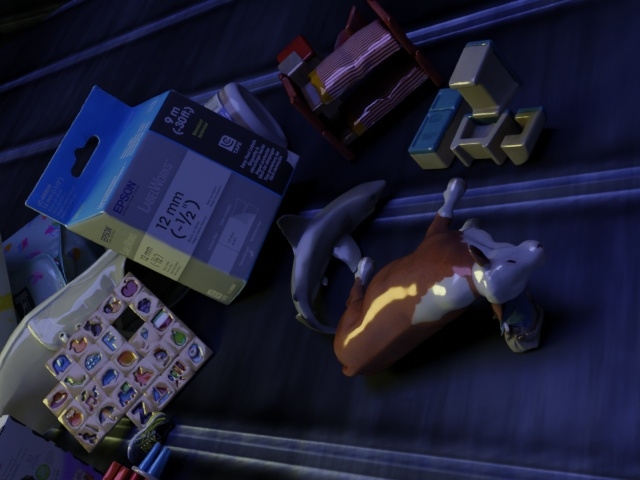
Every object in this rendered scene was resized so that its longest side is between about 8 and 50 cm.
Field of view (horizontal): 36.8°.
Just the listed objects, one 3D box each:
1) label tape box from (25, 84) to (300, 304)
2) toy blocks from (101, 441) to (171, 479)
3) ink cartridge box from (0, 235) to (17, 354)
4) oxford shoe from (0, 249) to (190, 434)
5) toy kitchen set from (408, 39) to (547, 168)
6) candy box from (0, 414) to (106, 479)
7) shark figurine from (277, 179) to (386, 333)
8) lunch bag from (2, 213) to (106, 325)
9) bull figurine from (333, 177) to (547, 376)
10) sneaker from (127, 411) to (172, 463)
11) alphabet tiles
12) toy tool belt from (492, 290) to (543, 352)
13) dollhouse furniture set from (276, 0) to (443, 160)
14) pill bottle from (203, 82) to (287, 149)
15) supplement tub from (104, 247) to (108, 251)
[{"bbox_3d":[-0.237,-0.092,1.489,0.115,0.348,0.249,-46,19,58],"label":"label tape box"},{"bbox_3d":[-0.271,0.342,1.327,0.123,0.054,0.148,6,59,51],"label":"toy blocks"},{"bbox_3d":[-0.673,0.156,1.704,0.279,0.160,0.384,-12,88,44],"label":"ink cartridge box"},{"bbox_3d":[-0.366,0.145,1.562,0.449,0.169,0.130,-48,33,-11],"label":"oxford shoe"},{"bbox_3d":[0.190,-0.195,1.279,0.207,0.166,0.122,2,56,50],"label":"toy kitchen set"},{"bbox_3d":[-0.414,0.361,1.338,0.070,0.196,0.164,-11,46,43],"label":"candy box"},{"bbox_3d":[-0.019,0.022,1.337,0.166,0.116,0.278,-18,40,39],"label":"shark figurine"},{"bbox_3d":[-0.511,0.084,1.799,0.223,0.160,0.262,-32,42,23],"label":"lunch bag"},{"bbox_3d":[0.126,0.046,1.108,0.310,0.101,0.188,-38,21,38],"label":"bull figurine"},{"bbox_3d":[-0.245,0.285,1.382,0.035,0.031,0.083,9,62,53],"label":"sneaker"},{"bbox_3d":[-0.307,0.196,1.467,0.198,0.009,0.237,41,87,22],"label":"alphabet tiles"},{"bbox_3d":[0.215,0.078,1.055,0.052,0.051,0.083,-25,38,31],"label":"toy tool belt"},{"bbox_3d":[0.030,-0.311,1.607,0.201,0.152,0.374,-41,32,9],"label":"dollhouse furniture set"},{"bbox_3d":[-0.200,-0.138,1.684,0.265,0.153,0.153,-39,33,12],"label":"pill bottle"},{"bbox_3d":[-0.347,-0.023,1.762,0.117,0.117,0.190,-45,32,3],"label":"supplement tub"}]
